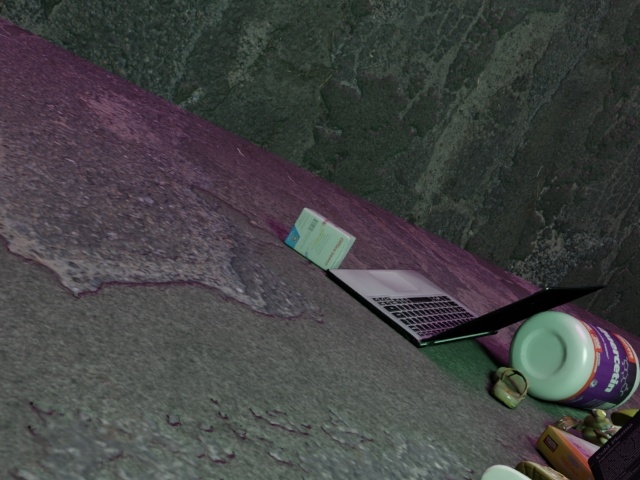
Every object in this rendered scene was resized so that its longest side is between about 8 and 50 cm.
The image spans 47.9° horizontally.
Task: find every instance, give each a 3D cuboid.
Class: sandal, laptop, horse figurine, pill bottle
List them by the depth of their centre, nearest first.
[{"bbox_3d":[0.552,0.371,1.309,0.263,0.066,0.174,24,-14,12],"label":"horse figurine"},{"bbox_3d":[0.366,0.272,1.375,0.072,0.049,0.180,33,12,15],"label":"sandal"},{"bbox_3d":[0.304,0.082,1.494,0.408,0.236,0.381,37,18,31],"label":"laptop"},{"bbox_3d":[0.557,0.265,1.543,0.322,0.182,0.181,19,16,-41],"label":"pill bottle"}]

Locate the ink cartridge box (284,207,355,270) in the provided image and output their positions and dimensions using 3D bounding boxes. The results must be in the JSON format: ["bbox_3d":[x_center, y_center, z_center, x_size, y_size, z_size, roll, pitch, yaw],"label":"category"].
[{"bbox_3d":[0.000,0.000,1.533,0.122,0.089,0.052,34,9,19],"label":"ink cartridge box"}]

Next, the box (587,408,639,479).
[{"bbox_3d":[0.524,0.378,0.852,0.343,0.179,0.312,42,12,5],"label":"box"}]

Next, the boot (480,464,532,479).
[{"bbox_3d":[0.269,0.338,0.844,0.190,0.069,0.086,44,9,23],"label":"boot"}]

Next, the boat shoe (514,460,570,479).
[{"bbox_3d":[0.329,0.346,0.934,0.059,0.063,0.170,12,20,-41],"label":"boat shoe"}]

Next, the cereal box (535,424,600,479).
[{"bbox_3d":[0.478,0.392,1.141,0.240,0.047,0.173,27,11,-22],"label":"cereal box"}]

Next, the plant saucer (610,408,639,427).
[{"bbox_3d":[0.660,0.396,1.356,0.241,0.037,0.241,44,-8,8],"label":"plant saucer"}]
